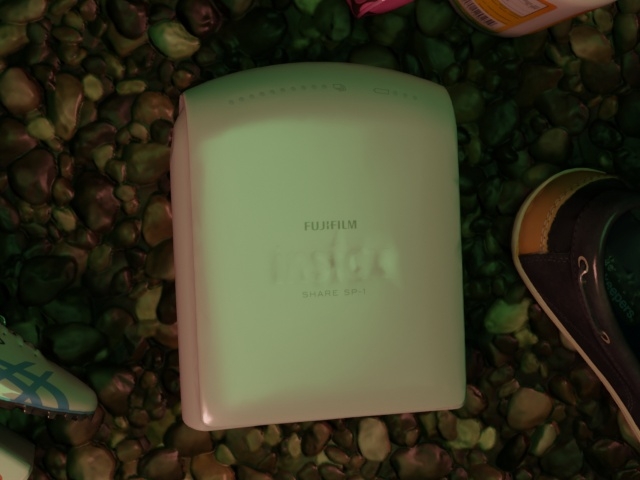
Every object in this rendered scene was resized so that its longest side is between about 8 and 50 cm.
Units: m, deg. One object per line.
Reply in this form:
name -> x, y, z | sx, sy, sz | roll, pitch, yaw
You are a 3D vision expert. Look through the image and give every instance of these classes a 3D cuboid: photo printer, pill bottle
photo printer -> 0.000, 0.000, 0.938 | 0.256, 0.107, 0.307 | -2, 92, -12
pill bottle -> 0.199, -0.254, 0.900 | 0.136, 0.246, 0.136 | 0, 92, -12

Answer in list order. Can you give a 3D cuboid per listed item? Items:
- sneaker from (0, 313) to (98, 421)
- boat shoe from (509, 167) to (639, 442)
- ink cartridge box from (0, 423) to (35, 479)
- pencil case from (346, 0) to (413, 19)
sneaker -> -0.286, 0.080, 0.895 | 0.237, 0.085, 0.086 | 31, 78, -14
boat shoe -> 0.378, 0.132, 1.000 | 0.187, 0.156, 0.500 | -45, 101, -9
ink cartridge box -> -0.359, 0.185, 0.880 | 0.203, 0.086, 0.148 | 36, 85, -11
pencil case -> 0.040, -0.306, 0.942 | 0.095, 0.098, 0.209 | -23, 96, -10
